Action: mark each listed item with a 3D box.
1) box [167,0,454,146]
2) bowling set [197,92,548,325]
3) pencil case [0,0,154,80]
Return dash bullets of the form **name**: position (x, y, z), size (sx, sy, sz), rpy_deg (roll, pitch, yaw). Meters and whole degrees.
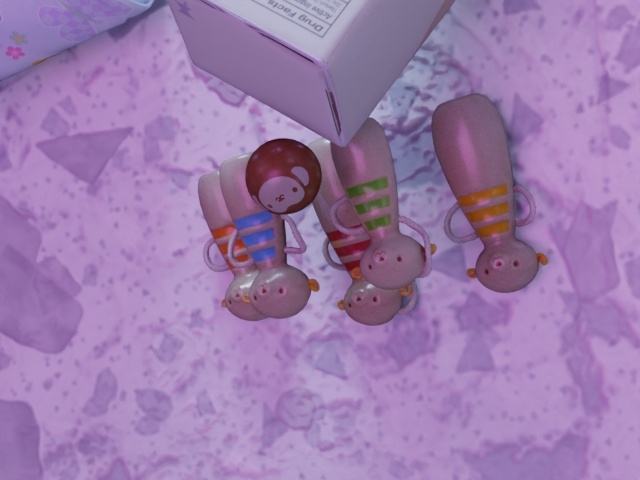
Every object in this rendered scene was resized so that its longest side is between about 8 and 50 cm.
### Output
- **box**: position (0.041, -0.236, 1.138), size (0.148, 0.121, 0.311), rpy_deg (32, 74, 20)
- **bowling set**: position (0.000, 0.000, 1.216), size (0.287, 0.200, 0.154), rpy_deg (-16, 90, 28)
- **pencil case**: position (-0.265, -0.199, 1.354), size (0.273, 0.113, 0.124), rpy_deg (-22, 125, 26)
